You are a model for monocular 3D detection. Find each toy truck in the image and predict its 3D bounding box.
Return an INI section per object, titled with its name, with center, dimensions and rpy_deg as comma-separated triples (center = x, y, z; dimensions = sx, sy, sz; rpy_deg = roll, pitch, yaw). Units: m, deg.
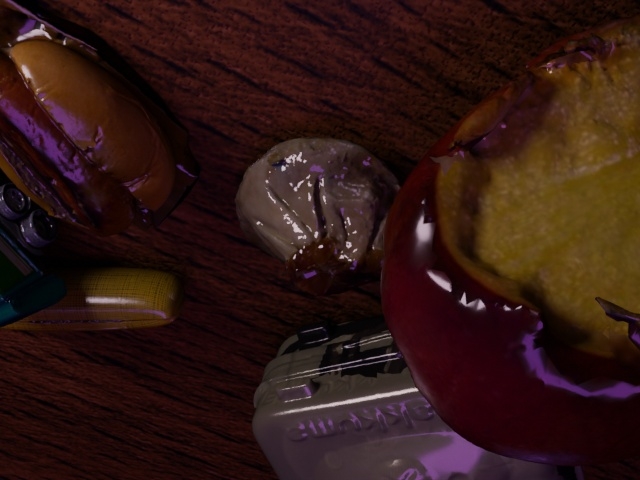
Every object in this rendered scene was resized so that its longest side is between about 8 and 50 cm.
[toy truck]
center = -0.374, -0.014, 1.076
dimensions = 0.114, 0.124, 0.253
rpy_deg = -23, 120, 29

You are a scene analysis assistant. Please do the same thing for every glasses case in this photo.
[glasses case]
center = -0.270, 0.066, 1.188
dimensions = 0.234, 0.079, 0.064
rpy_deg = -1, 126, 9

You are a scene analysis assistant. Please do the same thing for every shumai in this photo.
[shumai]
center = 0.000, 0.000, 1.056
dimensions = 0.201, 0.120, 0.201
rpy_deg = 9, 137, 9

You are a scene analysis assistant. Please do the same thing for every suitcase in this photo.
[suitcase]
center = 0.128, 0.247, 1.204
dimensions = 0.352, 0.194, 0.339
rpy_deg = -13, 121, 22

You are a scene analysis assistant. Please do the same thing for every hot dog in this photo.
[hot dog]
center = -0.265, -0.103, 1.010
dimensions = 0.326, 0.107, 0.194
rpy_deg = 34, 128, -23

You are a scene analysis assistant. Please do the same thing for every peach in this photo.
[peach]
center = 0.269, 0.002, 0.906
dimensions = 0.417, 0.339, 0.353
rpy_deg = -29, 156, 25
